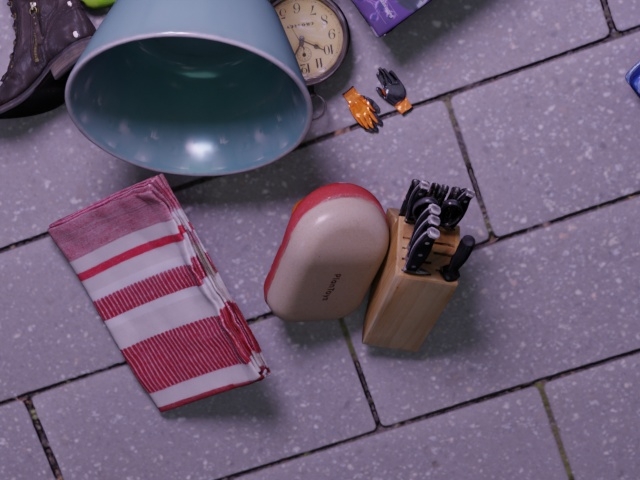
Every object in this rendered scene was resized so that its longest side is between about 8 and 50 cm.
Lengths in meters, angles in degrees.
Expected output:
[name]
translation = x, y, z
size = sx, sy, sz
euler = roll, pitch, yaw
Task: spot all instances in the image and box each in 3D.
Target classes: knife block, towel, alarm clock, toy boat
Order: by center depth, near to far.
[knife block]
translation = 0.134, 0.048, 1.600
size = 0.088, 0.242, 0.276
euler = 10, 103, -6
[alarm clock]
translation = -0.022, -0.261, 1.643
size = 0.129, 0.064, 0.192
euler = -6, 99, 6
[toy boat]
translation = 0.000, 0.000, 1.663
size = 0.151, 0.151, 0.231
euler = -1, 141, -24
[towel]
translation = -0.235, 0.086, 1.697
size = 0.237, 0.037, 0.329
euler = -21, 103, 36

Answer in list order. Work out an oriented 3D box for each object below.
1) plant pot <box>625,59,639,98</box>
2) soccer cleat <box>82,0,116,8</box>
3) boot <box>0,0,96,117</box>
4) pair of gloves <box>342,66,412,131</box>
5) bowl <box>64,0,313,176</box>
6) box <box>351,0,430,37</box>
[plant pot]
translation = 0.545, -0.204, 1.534
size = 0.236, 0.212, 0.236
euler = -42, 95, 11
[soccer cleat]
translation = -0.313, -0.412, 1.642
size = 0.072, 0.060, 0.179
euler = -8, 108, -4
[boot]
translation = -0.408, -0.309, 1.654
size = 0.263, 0.091, 0.229
euler = -27, 82, 31
[pair of gloves]
translation = 0.081, -0.198, 1.675
size = 0.083, 0.010, 0.074
euler = -33, 97, 9
[bowl]
translation = -0.164, -0.231, 1.528
size = 0.311, 0.311, 0.163
euler = -2, 62, 5
[box]
translation = 0.118, -0.391, 1.582
size = 0.207, 0.108, 0.153
euler = -36, 96, 11
